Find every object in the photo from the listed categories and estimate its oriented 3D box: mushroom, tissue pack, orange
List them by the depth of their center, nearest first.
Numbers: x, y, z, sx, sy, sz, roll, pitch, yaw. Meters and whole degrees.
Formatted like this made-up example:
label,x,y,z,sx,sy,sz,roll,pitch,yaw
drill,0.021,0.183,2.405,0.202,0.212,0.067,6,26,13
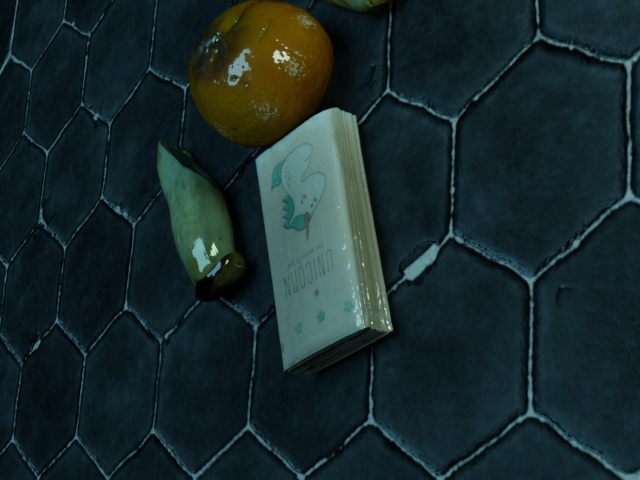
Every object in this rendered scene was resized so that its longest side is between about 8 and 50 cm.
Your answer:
label,x,y,z,sx,sy,sz,roll,pitch,yaw
tissue pack,0.000,0.000,1.498,0.170,0.071,0.325,-32,56,39
orange,-0.087,-0.242,1.592,0.224,0.170,0.224,-31,46,38
mushroom,-0.192,-0.049,1.744,0.107,0.087,0.333,-49,43,32

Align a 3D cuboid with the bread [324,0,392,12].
label,x,y,z,sx,sy,sz,roll,pitch,yaw
bread,0.039,-0.391,1.567,0.128,0.088,0.232,-62,35,5
